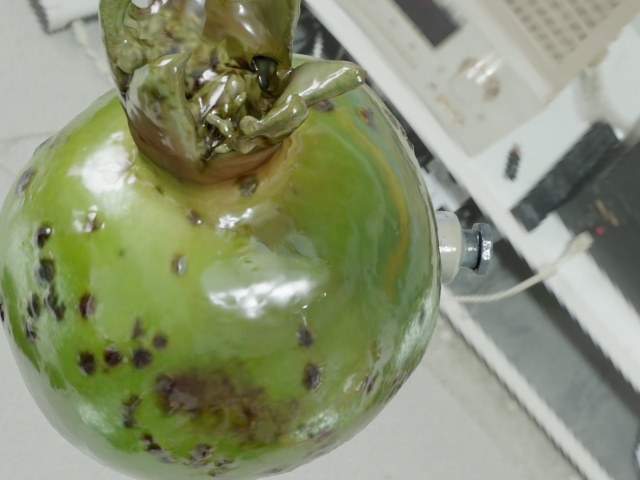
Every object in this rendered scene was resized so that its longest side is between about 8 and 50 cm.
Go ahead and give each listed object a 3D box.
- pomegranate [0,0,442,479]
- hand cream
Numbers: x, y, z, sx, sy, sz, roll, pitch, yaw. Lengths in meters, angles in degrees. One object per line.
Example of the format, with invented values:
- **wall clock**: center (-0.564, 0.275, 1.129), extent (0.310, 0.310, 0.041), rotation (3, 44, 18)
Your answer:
- **pomegranate**: center (-0.030, -0.014, 0.675), extent (0.231, 0.286, 0.231), rotation (17, 42, -16)
- **hand cream**: center (0.000, 0.000, 1.121), extent (0.276, 0.095, 0.059), rotation (3, 77, -8)
